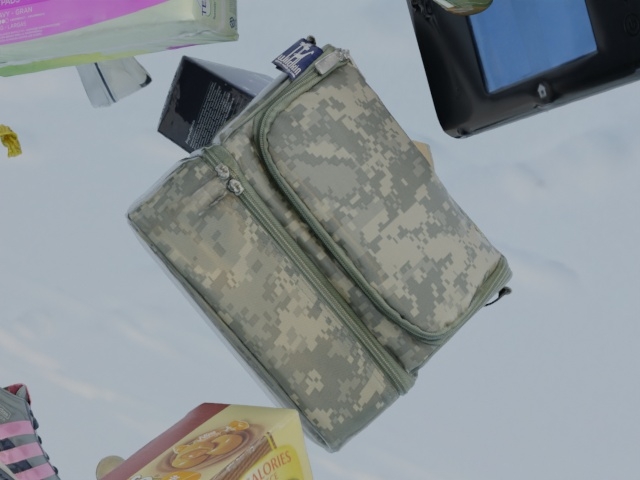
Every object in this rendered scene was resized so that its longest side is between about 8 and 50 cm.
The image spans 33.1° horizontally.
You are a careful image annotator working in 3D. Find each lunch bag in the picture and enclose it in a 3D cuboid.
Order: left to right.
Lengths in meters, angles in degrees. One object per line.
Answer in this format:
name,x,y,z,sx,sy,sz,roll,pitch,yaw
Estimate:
lunch bag,0.000,0.000,0.992,0.305,0.256,0.212,50,171,-6

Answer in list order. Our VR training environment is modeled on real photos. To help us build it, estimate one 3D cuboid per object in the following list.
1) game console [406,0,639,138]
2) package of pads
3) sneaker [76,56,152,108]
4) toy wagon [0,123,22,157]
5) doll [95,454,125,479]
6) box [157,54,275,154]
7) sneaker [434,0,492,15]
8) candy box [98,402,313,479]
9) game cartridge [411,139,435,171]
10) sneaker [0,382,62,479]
game console,0.173,-0.286,0.973,0.060,0.342,0.386,-11,180,-23
package of pads,-0.222,-0.291,1.026,0.297,0.229,0.101,-4,175,26
sneaker,-0.279,-0.291,1.296,0.094,0.091,0.258,-130,19,-64
toy wagon,-0.565,-0.076,1.415,0.267,0.344,0.068,52,167,35
doll,-0.257,0.323,1.186,0.129,0.189,0.046,26,-168,25
box,-0.079,-0.138,1.345,0.153,0.108,0.207,4,-157,-48
sneaker,0.109,-0.259,0.893,0.086,0.064,0.192,-8,147,42
candy box,-0.062,0.282,0.663,0.088,0.183,0.316,-1,108,33
game cartridge,0.100,0.026,1.476,0.053,0.323,0.285,14,105,1
sneaker,-0.382,0.256,1.357,0.112,0.131,0.319,-9,128,37
